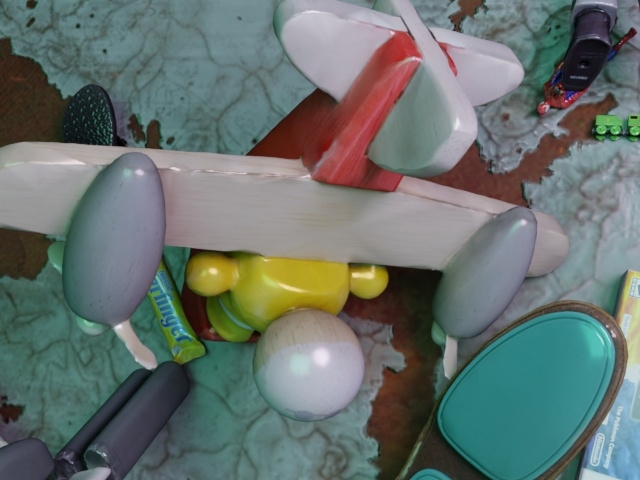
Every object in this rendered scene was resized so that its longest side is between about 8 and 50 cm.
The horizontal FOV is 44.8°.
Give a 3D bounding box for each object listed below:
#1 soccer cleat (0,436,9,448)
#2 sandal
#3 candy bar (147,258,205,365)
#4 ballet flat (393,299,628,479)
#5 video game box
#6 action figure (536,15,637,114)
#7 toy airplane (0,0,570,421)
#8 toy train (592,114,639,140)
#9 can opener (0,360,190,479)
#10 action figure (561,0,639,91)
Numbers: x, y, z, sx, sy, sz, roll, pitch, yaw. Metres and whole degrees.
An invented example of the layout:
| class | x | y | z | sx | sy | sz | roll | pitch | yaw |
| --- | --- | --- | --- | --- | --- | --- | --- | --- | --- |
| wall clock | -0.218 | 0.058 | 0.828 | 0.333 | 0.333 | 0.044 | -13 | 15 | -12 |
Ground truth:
| class | x | y | z | sx | sy | sz | roll | pitch | yaw |
| --- | --- | --- | --- | --- | --- | --- | --- | --- | --- |
| soccer cleat | -0.328 | 0.280 | 0.818 | 0.143 | 0.116 | 0.331 | -20 | 78 | -3 |
| sandal | -0.246 | -0.086 | 0.882 | 0.067 | 0.040 | 0.179 | -11 | 93 | 20 |
| candy bar | -0.172 | 0.060 | 0.843 | 0.040 | 0.018 | 0.161 | -30 | 75 | 10 |
| ballet flat | 0.142 | 0.193 | 0.665 | 0.116 | 0.124 | 0.342 | 38 | 104 | 29 |
| video game box | 0.334 | 0.144 | 0.661 | 0.187 | 0.048 | 0.205 | 13 | 85 | 16 |
| action figure | 0.250 | -0.165 | 0.746 | 0.038 | 0.030 | 0.115 | 44 | 97 | 13 |
| toy airplane | 0.000 | 0.000 | 0.608 | 0.386 | 0.384 | 0.272 | -10 | 69 | 14 |
| toy train | 0.299 | -0.106 | 0.727 | 0.083 | 0.017 | 0.023 | 4 | 72 | 18 |
| can opener | -0.208 | 0.184 | 0.699 | 0.074 | 0.280 | 0.093 | -16 | 103 | 23 |
| action figure | 0.273 | -0.283 | 0.717 | 0.186 | 0.099 | 0.284 | 0 | 64 | 20 |
